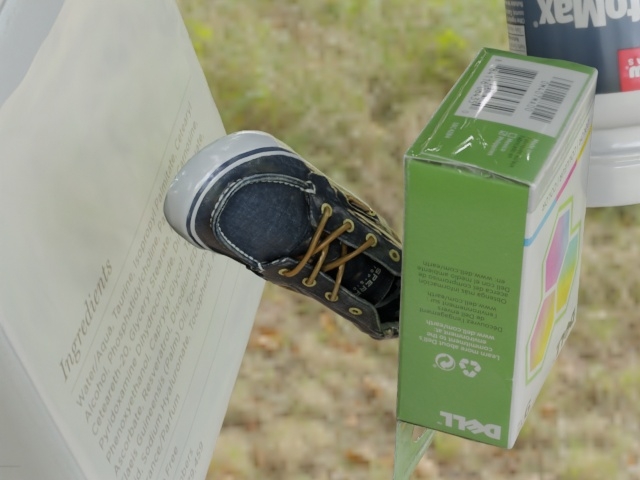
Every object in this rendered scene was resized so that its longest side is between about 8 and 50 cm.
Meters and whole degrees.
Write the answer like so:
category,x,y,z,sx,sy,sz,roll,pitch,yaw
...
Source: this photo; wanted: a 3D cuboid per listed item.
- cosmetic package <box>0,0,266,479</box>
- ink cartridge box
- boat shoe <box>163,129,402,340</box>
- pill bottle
category,x,y,z,sx,sy,sz,roll,pitch,yaw
cosmetic package,-0.261,-0.003,1.181,0.329,0.394,0.327,-1,46,19
ink cartridge box,0.083,0.025,0.914,0.062,0.209,0.109,14,37,18
boat shoe,0.000,0.000,0.953,0.083,0.065,0.183,39,11,28
pill bottle,0.157,-0.114,1.048,0.108,0.180,0.108,-7,11,1
